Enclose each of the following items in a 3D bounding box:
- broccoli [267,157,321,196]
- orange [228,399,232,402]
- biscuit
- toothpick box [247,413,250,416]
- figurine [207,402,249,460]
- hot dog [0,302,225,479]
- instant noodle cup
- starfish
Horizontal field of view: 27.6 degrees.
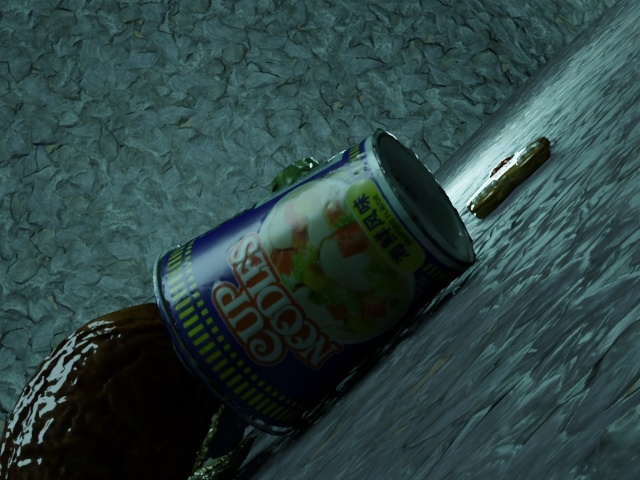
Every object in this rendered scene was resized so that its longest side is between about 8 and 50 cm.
[{"bbox_3d":[0.000,0.000,2.198,0.308,0.275,0.308,-30,-15,-9],"label":"broccoli"},{"bbox_3d":[-0.099,0.127,1.921,0.240,0.240,0.171,-44,-32,4],"label":"orange"},{"bbox_3d":[0.275,-0.099,1.927,0.158,0.035,0.240,-42,2,8],"label":"biscuit"},{"bbox_3d":[-0.126,0.194,2.167,0.175,0.175,0.271,-45,4,-41],"label":"toothpick box"},{"bbox_3d":[-0.197,0.267,1.972,0.178,0.145,0.114,24,-97,-64],"label":"figurine"},{"bbox_3d":[-0.254,0.261,1.579,0.387,0.174,0.267,-65,-35,-21],"label":"hot dog"},{"bbox_3d":[0.005,0.034,1.552,0.312,0.284,0.284,-36,3,18],"label":"instant noodle cup"},{"bbox_3d":[-0.215,0.349,1.760,0.358,0.078,0.347,-22,28,34],"label":"starfish"}]
